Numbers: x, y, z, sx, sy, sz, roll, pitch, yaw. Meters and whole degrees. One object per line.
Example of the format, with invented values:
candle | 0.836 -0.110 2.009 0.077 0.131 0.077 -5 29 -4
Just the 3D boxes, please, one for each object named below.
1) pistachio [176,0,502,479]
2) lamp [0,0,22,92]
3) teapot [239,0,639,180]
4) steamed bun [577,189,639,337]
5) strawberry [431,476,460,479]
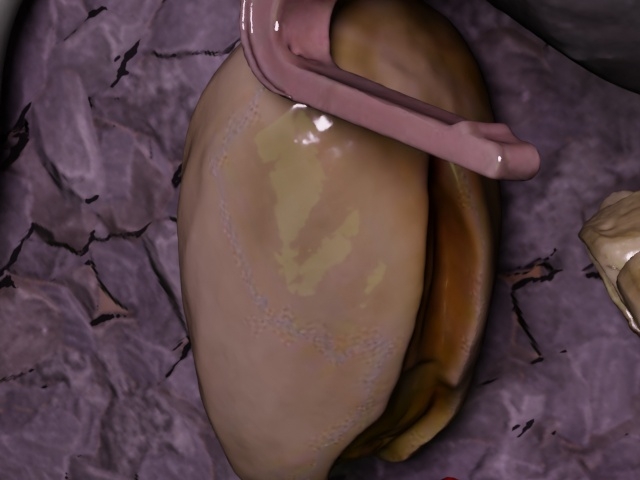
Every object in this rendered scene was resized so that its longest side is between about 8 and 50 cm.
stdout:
pistachio | 0.000 0.000 0.947 0.197 0.166 0.288 42 134 41
lamp | -0.248 -0.114 1.053 0.182 0.182 0.314 26 92 17
teapot | 0.072 -0.181 0.722 0.344 0.253 0.300 26 108 51
steamed bun | 0.208 0.047 0.849 0.106 0.192 0.177 -33 96 7
strawberry | 0.056 0.272 0.988 0.257 0.257 0.277 0 126 28
